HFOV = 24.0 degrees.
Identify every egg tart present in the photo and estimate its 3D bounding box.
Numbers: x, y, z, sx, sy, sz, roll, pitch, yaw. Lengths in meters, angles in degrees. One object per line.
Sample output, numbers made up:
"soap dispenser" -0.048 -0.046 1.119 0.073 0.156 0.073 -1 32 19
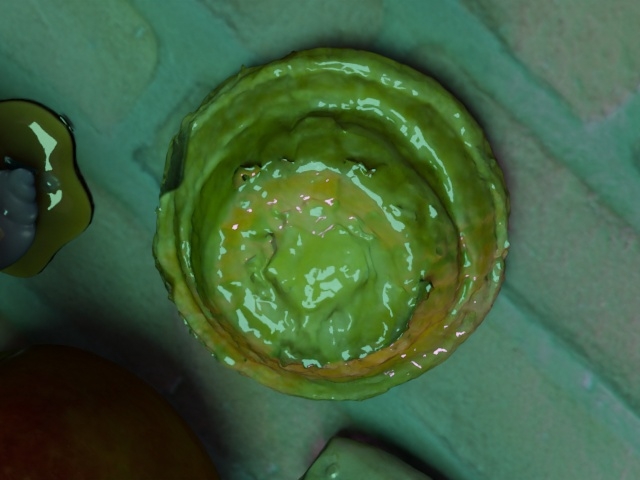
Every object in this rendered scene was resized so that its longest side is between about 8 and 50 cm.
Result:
"egg tart" 0.000 0.000 1.130 0.290 0.115 0.290 4 110 11

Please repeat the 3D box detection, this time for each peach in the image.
"peach" -0.215 0.245 1.167 0.307 0.308 0.332 -17 109 17

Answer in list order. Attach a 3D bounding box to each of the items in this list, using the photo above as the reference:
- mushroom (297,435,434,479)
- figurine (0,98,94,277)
"mushroom" 0.107 0.305 1.237 0.122 0.095 0.351 -27 102 38
"figurine" -0.298 -0.005 1.109 0.181 0.257 0.208 -7 108 14
